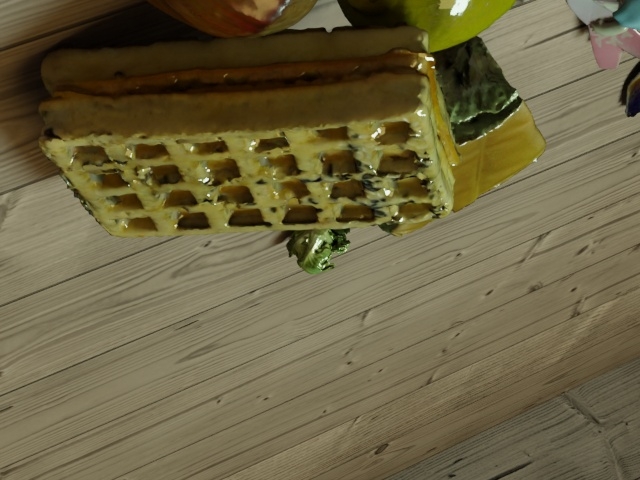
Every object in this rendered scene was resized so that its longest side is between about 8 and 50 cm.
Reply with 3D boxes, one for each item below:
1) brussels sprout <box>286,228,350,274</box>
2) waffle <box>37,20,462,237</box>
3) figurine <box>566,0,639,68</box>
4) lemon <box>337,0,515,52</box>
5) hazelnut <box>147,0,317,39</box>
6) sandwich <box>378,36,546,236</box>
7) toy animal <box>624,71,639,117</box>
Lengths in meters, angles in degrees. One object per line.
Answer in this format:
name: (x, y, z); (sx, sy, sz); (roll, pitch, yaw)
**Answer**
brussels sprout: (0.000, 0.000, 2.139); (0.085, 0.085, 0.058); (-20, 138, -27)
waffle: (-0.062, -0.103, 1.574); (0.376, 0.114, 0.261); (-3, 156, 11)
figurine: (0.411, -0.293, 2.008); (0.205, 0.103, 0.260); (-26, 167, -9)
lemon: (0.110, -0.276, 1.547); (0.248, 0.184, 0.184); (-28, 159, -30)
hazelnut: (-0.082, -0.254, 1.336); (0.210, 0.186, 0.210); (-26, 175, -2)
sandwich: (0.120, -0.132, 1.901); (0.227, 0.155, 0.198); (-34, 156, 5)
toy animal: (0.590, -0.276, 2.257); (0.284, 0.225, 0.302); (-47, 149, -13)
